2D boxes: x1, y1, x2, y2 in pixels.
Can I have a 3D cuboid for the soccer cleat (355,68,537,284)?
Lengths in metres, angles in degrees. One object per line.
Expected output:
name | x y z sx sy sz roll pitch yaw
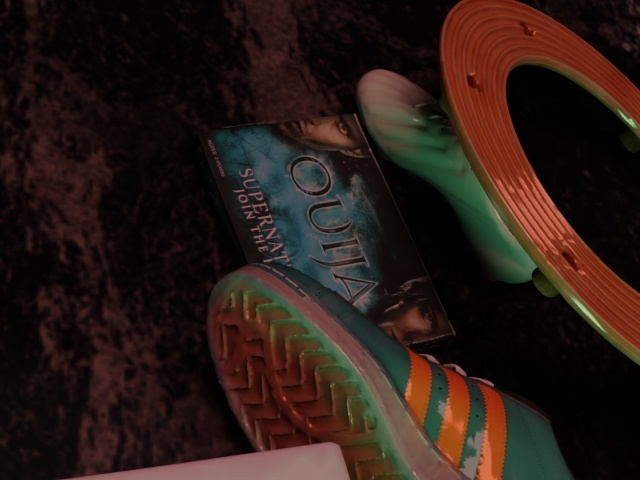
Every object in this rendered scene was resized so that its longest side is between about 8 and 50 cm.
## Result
soccer cleat | 0.100 -0.057 0.938 0.068 0.076 0.196 -27 71 -33

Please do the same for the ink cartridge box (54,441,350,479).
ink cartridge box | -0.061 0.254 0.645 0.201 0.117 0.278 -4 60 -24

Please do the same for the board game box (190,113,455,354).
board game box | 0.000 0.000 0.892 0.126 0.026 0.186 -10 63 -26

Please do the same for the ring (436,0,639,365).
ring | 0.200 -0.033 0.929 0.336 0.032 0.336 31 36 -26

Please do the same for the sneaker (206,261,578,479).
sneaker | 0.061 0.121 0.792 0.302 0.108 0.121 46 38 5
